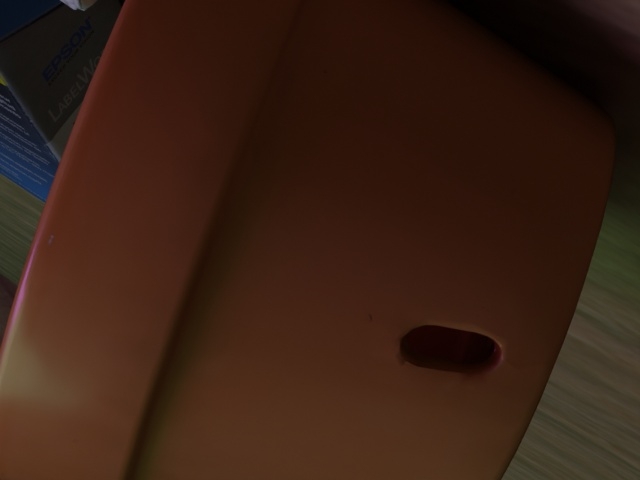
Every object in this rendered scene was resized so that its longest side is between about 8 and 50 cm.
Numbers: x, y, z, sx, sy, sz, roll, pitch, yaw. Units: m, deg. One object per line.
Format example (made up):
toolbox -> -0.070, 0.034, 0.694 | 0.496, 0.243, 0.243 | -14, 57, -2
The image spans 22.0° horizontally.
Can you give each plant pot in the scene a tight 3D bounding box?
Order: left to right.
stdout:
plant pot -> 0.000, 0.000, 0.727 | 0.203, 0.291, 0.291 | 20, 166, -1

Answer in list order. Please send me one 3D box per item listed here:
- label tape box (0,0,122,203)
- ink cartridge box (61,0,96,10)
label tape box -> -0.241, -0.158, 1.093 | 0.241, 0.106, 0.333 | 32, 165, 22
ink cartridge box -> -0.175, -0.222, 0.752 | 0.218, 0.092, 0.158 | 37, 166, 9
